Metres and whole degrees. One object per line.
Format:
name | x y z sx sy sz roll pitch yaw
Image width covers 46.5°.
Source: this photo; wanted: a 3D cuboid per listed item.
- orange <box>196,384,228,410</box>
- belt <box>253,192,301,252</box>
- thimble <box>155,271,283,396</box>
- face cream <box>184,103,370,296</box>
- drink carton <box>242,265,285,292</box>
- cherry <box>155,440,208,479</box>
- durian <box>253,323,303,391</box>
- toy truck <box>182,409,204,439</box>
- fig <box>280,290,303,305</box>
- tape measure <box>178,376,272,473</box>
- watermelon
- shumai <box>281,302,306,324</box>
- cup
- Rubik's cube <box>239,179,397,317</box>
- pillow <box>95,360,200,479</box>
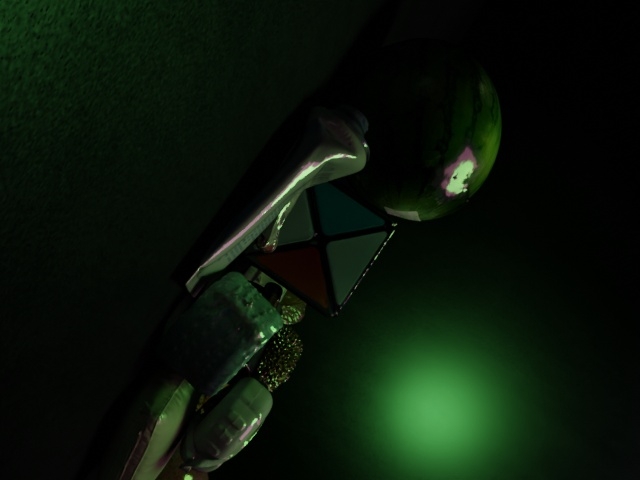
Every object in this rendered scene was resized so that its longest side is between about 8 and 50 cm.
orange | -0.308 0.395 2.061 0.160 0.112 0.170 -39 143 -39
belt | -0.065 -0.088 1.403 0.232 0.071 0.053 -59 177 -10
thimble | -0.177 0.168 1.336 0.198 0.143 0.235 -44 176 -45
face cream | -0.073 -0.066 1.258 0.420 0.137 0.235 -48 180 -11
drink carton | -0.174 0.173 1.887 0.271 0.108 0.161 -58 176 33
cherry | -0.423 0.646 1.956 0.307 0.221 0.261 -34 163 -28
durian | -0.135 0.277 1.735 0.196 0.167 0.196 -159 -90 -82
toy truck | -0.425 0.586 2.273 0.257 0.108 0.140 -57 -171 44
fig | -0.141 0.146 2.116 0.259 0.151 0.151 -33 180 9
tape measure | -0.180 0.357 1.468 0.197 0.120 0.236 -45 180 15
watermelon | 0.189 -0.222 1.463 0.363 0.363 0.363 -56 176 -6
shumai | -0.152 0.203 2.325 0.175 0.166 0.206 -33 -173 29
cup | -0.153 0.191 1.583 0.239 0.166 0.177 -6 -140 39
Rubik's cube | 0.001 0.000 1.616 0.246 0.250 0.248 -56 178 0
pillow | -0.330 0.367 1.459 0.322 0.119 0.255 -63 176 31
